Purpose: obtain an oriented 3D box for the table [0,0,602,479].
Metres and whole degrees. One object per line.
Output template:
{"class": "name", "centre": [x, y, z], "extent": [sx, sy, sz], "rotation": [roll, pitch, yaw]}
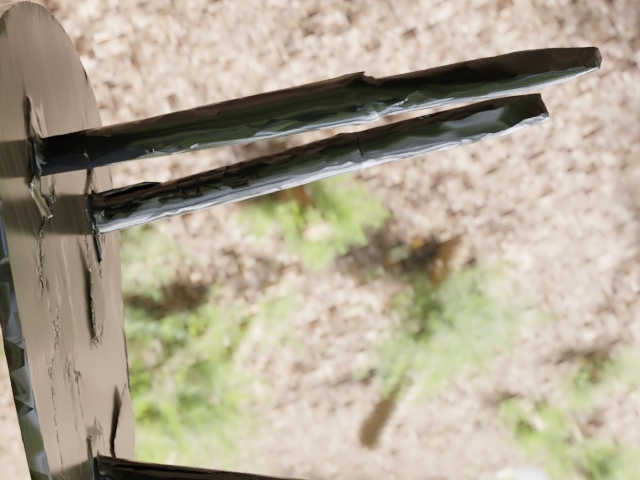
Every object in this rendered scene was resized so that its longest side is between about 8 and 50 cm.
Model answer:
{"class": "table", "centre": [0.000, 0.000, 0.856], "extent": [0.249, 0.317, 0.317], "rotation": [-7, 146, 2]}
